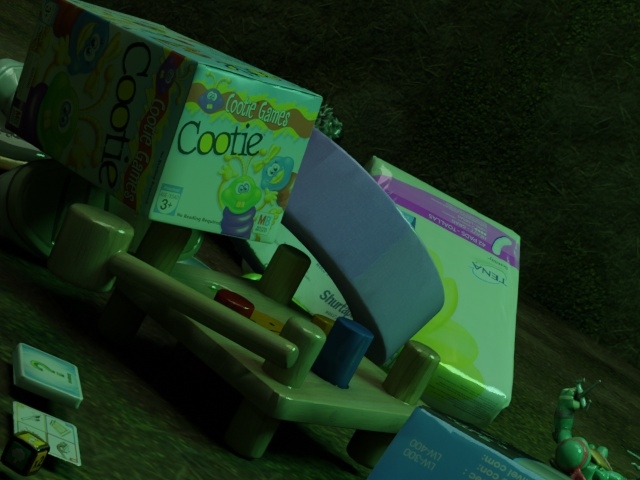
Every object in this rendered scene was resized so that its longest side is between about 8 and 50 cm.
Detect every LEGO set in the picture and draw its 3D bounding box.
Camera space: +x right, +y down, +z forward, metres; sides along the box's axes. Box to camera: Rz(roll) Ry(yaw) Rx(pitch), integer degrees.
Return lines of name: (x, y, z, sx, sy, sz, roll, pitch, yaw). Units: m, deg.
LEGO set: (-0.238, 0.081, 1.175, 0.182, 0.060, 0.244, 25, 9, -16)

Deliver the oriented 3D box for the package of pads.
package of pads: (0.122, 0.068, 2.023, 0.229, 0.101, 0.296, 28, 42, -17)

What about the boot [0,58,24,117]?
boot: (-0.357, -0.181, 2.330, 0.123, 0.095, 0.258, 39, 18, 12)

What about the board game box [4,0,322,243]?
board game box: (-0.150, -0.115, 1.565, 0.144, 0.142, 0.275, 12, 11, -39)

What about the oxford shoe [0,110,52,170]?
oxford shoe: (-0.407, -0.162, 1.912, 0.271, 0.098, 0.097, 30, 8, -9)

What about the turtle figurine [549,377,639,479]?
turtle figurine: (0.319, 0.253, 1.989, 0.175, 0.118, 0.234, 52, 2, 29)

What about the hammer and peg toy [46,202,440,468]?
hammer and peg toy: (-0.073, 0.089, 1.495, 0.266, 0.127, 0.361, 36, 12, 34)

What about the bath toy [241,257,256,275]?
bath toy: (0.041, 0.050, 2.179, 0.348, 0.129, 0.151, 22, 12, -45)

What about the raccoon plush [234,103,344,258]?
raccoon plush: (-0.155, -0.105, 2.309, 0.446, 0.216, 0.299, 20, 16, -1)

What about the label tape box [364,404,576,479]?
label tape box: (0.169, 0.234, 1.328, 0.249, 0.115, 0.348, 29, -3, 18)

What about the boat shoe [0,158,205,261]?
boat shoe: (-0.239, -0.026, 1.728, 0.103, 0.113, 0.302, 12, -1, 30)

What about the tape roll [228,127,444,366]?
tape roll: (0.000, 0.000, 1.765, 0.275, 0.090, 0.275, 43, -17, 17)

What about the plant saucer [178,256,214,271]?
plant saucer: (-0.163, 0.029, 1.919, 0.119, 0.021, 0.119, 30, 7, -4)

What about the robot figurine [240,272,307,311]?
robot figurine: (-0.059, 0.080, 1.821, 0.115, 0.067, 0.101, 37, -18, 35)
